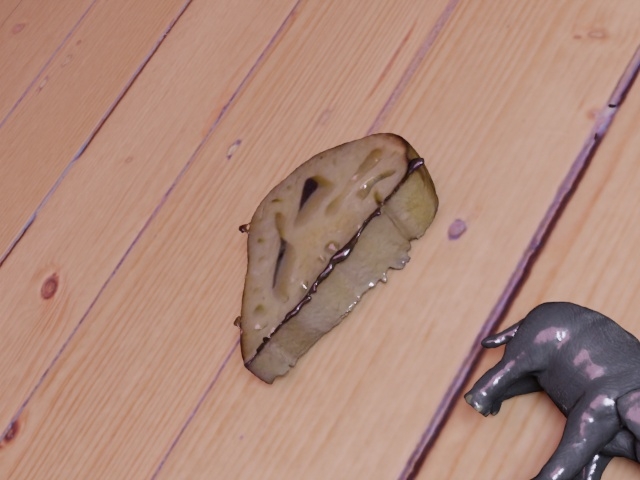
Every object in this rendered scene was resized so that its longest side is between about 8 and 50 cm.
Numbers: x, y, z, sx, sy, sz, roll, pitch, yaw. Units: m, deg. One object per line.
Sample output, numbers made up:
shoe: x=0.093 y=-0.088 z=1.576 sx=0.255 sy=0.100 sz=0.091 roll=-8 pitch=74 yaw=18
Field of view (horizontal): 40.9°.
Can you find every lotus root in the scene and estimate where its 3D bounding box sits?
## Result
lotus root: x=0.000 y=0.000 z=0.866 sx=0.261 sy=0.074 sz=0.170 roll=-44 pitch=44 yaw=3

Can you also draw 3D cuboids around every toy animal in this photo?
toy animal: x=0.209 y=0.140 z=0.612 sx=0.137 sy=0.082 sz=0.269 roll=-47 pitch=44 yaw=-1
